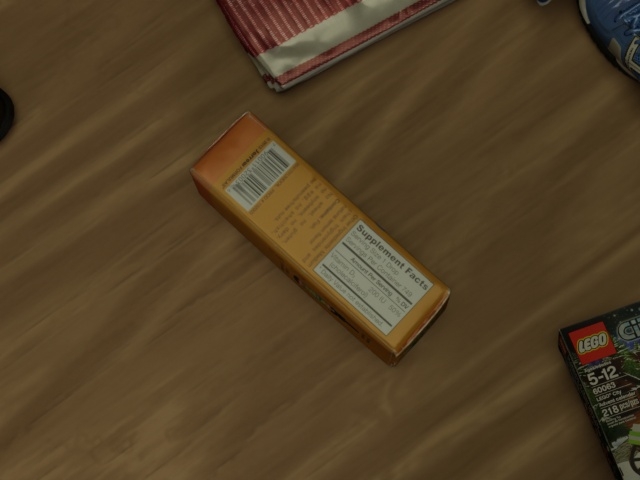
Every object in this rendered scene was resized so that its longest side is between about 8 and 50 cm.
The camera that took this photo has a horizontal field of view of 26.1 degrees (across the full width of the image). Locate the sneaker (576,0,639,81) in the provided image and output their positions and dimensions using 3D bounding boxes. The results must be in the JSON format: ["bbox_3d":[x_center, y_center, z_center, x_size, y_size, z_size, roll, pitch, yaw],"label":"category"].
[{"bbox_3d":[0.299,-0.160,1.165,0.080,0.081,0.211,-39,77,-3],"label":"sneaker"}]

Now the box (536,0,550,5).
[{"bbox_3d":[0.246,-0.311,1.150,0.225,0.037,0.136,-43,52,38],"label":"box"}]

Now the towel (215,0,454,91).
[{"bbox_3d":[-0.019,-0.320,1.237,0.237,0.037,0.329,-29,81,-4],"label":"towel"}]

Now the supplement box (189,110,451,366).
[{"bbox_3d":[0.000,0.000,1.155,0.233,0.078,0.080,44,82,9],"label":"supplement box"}]

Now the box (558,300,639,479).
[{"bbox_3d":[0.330,0.110,1.113,0.233,0.044,0.159,-20,64,-1],"label":"box"}]

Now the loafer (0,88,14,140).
[{"bbox_3d":[-0.368,-0.160,1.203,0.220,0.078,0.080,27,82,8],"label":"loafer"}]
